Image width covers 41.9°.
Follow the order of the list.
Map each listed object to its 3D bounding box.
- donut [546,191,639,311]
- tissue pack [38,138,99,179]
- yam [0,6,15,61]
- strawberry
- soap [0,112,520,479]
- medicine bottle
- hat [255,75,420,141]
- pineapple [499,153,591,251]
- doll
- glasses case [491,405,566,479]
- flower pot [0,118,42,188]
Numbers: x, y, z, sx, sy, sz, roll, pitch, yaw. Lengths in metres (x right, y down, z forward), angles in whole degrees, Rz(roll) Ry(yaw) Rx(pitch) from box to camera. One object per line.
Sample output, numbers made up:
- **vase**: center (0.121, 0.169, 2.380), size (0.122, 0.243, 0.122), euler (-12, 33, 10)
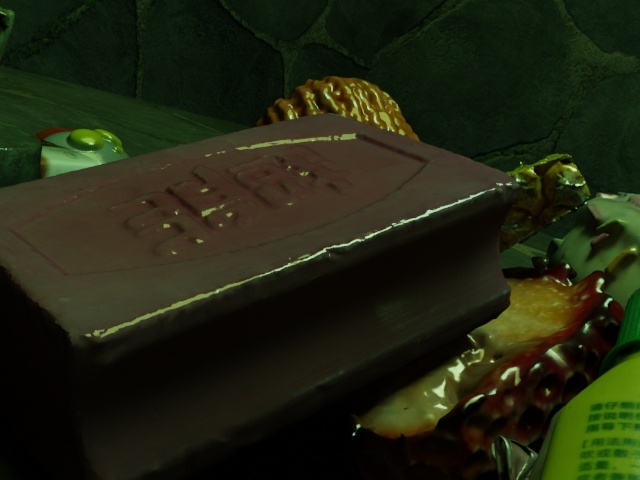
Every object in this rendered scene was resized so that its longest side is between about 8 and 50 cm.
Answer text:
- **donut**: center (0.365, 0.117, 0.831), size (0.382, 0.142, 0.382), euler (48, 5, -5)
- **tissue pack**: center (-0.330, -0.060, 0.904), size (0.106, 0.099, 0.149), euler (22, 12, 20)
- **yam**: center (-0.274, -0.036, 0.494), size (0.106, 0.259, 0.106), euler (26, 13, -7)
- **strawberry**: center (0.135, 0.124, 0.685), size (0.253, 0.150, 0.280), euler (-10, 19, 0)
- **soap**: center (-0.058, 0.019, 0.598), size (0.360, 0.128, 0.233), euler (-20, 32, -37)
- **medicine bottle**: center (0.205, 0.108, 0.513), size (0.111, 0.076, 0.309), euler (14, 29, 19)
- **hat**: center (0.085, -0.037, 1.193), size (0.400, 0.285, 0.285), euler (45, 21, 24)
- **pineapple**: center (0.178, -0.028, 0.830), size (0.079, 0.135, 0.233), euler (59, 6, 5)
- **doll**: center (-0.252, -0.075, 1.099), size (0.336, 0.105, 0.200), euler (22, 12, 9)
- **glasses case**: center (0.129, 0.181, 0.499), size (0.102, 0.070, 0.193), euler (38, 33, 8)
- **flower pot**: center (-0.313, -0.032, 0.674), size (0.235, 0.148, 0.235), euler (19, 12, -4)
